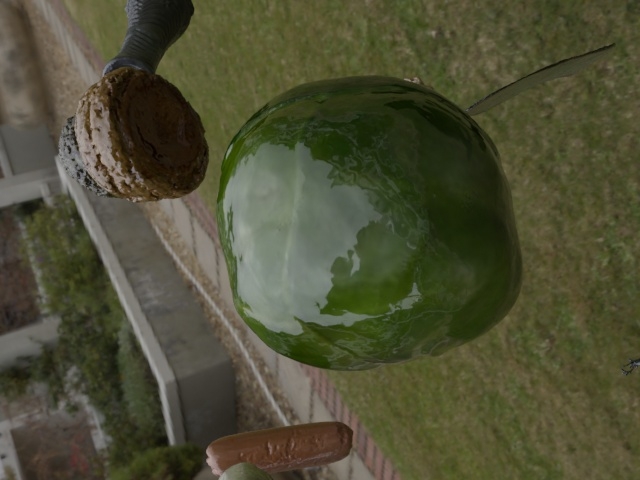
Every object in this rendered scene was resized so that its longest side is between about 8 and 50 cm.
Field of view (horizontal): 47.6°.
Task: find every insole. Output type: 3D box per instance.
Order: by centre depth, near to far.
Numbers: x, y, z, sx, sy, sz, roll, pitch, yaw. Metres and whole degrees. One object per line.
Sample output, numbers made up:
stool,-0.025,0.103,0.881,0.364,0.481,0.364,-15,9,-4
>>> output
insole,0.303,-0.219,0.980,0.119,0.348,0.009,-30,87,48

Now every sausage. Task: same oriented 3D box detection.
sausage,-0.077,0.408,1.417,0.086,0.288,0.086,172,90,-84

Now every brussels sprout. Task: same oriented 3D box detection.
brussels sprout,0.047,-0.022,0.733,0.354,0.289,0.282,-8,-95,-71

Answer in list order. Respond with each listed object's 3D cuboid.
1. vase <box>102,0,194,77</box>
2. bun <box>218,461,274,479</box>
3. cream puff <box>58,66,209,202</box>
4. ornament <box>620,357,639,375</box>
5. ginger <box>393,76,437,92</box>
vase,-0.269,-0.302,1.113,0.237,0.115,0.116,-86,0,-48
bun,-0.085,0.413,0.956,0.231,0.133,0.231,-173,90,-80
cream puff,-0.260,-0.117,0.956,0.168,0.183,0.183,-21,86,32
ornament,0.722,0.283,1.604,0.125,0.073,0.028,-18,123,41
ginger,0.241,-0.340,1.817,0.213,0.074,0.138,21,125,38
